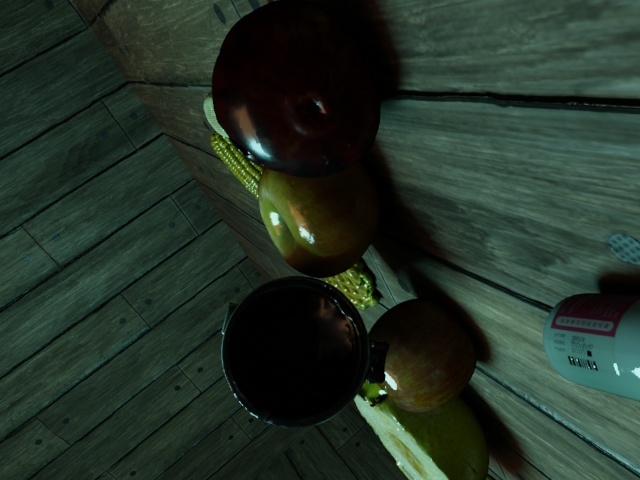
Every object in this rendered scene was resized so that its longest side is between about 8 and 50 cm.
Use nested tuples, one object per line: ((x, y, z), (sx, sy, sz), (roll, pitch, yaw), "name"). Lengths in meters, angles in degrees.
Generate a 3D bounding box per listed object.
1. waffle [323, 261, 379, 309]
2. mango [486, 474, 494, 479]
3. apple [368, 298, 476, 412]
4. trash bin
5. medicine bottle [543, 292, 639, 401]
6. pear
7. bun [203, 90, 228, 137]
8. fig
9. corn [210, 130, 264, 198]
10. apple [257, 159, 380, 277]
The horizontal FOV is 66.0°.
((0.054, 0.071, 1.197), (0.243, 0.058, 0.238), (46, 162, 16), "waffle")
((0.467, 0.706, 1.419), (0.101, 0.066, 0.187), (52, 158, -3), "mango")
((0.172, 0.204, 0.875), (0.188, 0.174, 0.188), (51, 167, 17), "apple")
((-0.042, 0.168, 0.836), (0.277, 0.217, 0.262), (11, 175, -1), "trash bin")
((0.285, 0.090, 0.393), (0.090, 0.090, 0.216), (54, 166, -6), "medicine bottle")
((0.258, 0.435, 1.135), (0.340, 0.191, 0.386), (20, 145, 59), "pear")
((-0.195, -0.277, 1.065), (0.115, 0.069, 0.115), (29, 148, 20), "bun")
((-0.042, -0.181, 0.614), (0.203, 0.186, 0.249), (39, -179, -27), "fig")
((-0.137, -0.154, 1.136), (0.313, 0.102, 0.102), (49, 166, 13), "corn")
((0.004, -0.055, 0.792), (0.210, 0.173, 0.235), (57, 160, 11), "apple")
